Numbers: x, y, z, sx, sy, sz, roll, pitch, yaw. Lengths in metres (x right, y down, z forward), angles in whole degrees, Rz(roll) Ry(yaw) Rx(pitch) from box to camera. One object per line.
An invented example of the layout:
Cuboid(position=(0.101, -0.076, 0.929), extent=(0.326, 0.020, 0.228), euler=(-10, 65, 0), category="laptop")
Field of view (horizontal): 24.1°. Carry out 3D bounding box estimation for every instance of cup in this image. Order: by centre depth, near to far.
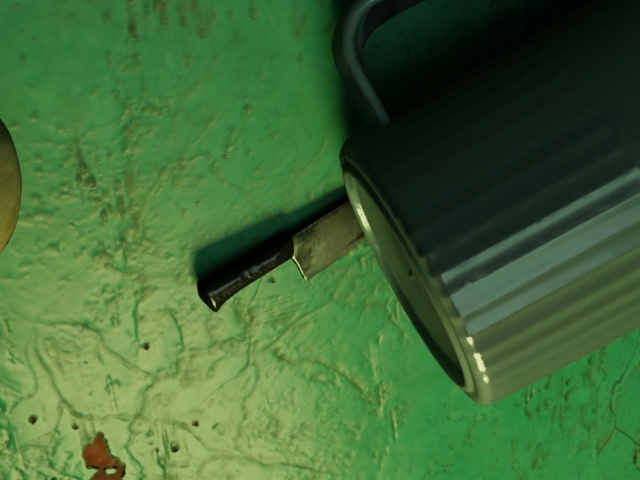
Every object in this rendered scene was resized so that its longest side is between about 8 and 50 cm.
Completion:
Cuboid(position=(0.189, -0.067, 1.189), extent=(0.311, 0.257, 0.331), euler=(-29, 124, -5), category="cup")

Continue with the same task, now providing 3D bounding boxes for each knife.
Cuboid(position=(0.000, 0.000, 1.306), extent=(0.230, 0.028, 0.060), euler=(-32, 128, -7), category="knife")

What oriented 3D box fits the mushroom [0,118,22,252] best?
Cuboid(position=(-0.301, -0.042, 1.102), extent=(0.166, 0.127, 0.166), euler=(-11, 108, -36), category="mushroom")
